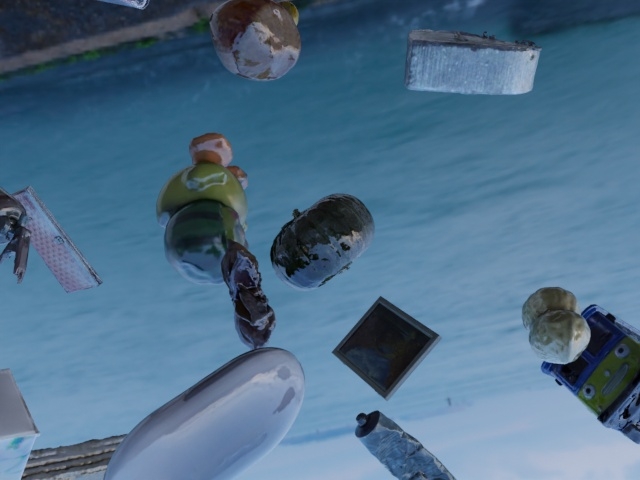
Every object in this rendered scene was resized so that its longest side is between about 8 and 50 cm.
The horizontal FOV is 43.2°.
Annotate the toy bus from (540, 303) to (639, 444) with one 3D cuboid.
[{"bbox_3d":[0.505,0.229,1.288,0.287,0.175,0.138,26,104,-40],"label":"toy bus"}]

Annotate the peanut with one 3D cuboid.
[{"bbox_3d":[0.303,0.109,1.040,0.082,0.082,0.187,-14,-167,13],"label":"peanut"}]

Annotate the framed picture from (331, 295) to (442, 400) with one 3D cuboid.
[{"bbox_3d":[0.142,0.236,1.815,0.016,0.184,0.250,45,174,-31],"label":"framed picture"}]

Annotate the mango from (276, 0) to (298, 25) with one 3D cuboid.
[{"bbox_3d":[-0.098,-0.533,1.960,0.079,0.114,0.057,35,157,-8],"label":"mango"}]

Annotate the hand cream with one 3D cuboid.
[{"bbox_3d":[0.141,0.347,1.219,0.075,0.248,0.052,-43,-170,1],"label":"hand cream"}]

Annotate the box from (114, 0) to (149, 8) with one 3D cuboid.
[{"bbox_3d":[-0.592,-0.651,1.954,0.369,0.112,0.190,21,-173,32],"label":"box"}]

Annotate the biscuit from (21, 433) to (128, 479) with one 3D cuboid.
[{"bbox_3d":[-0.483,0.431,1.465,0.426,0.078,0.144,1,135,-46],"label":"biscuit"}]

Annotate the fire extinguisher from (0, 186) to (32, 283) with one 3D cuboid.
[{"bbox_3d":[-0.475,-0.026,1.153,0.252,0.106,0.075,31,-162,32],"label":"fire extinguisher"}]

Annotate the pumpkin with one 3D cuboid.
[{"bbox_3d":[0.000,0.000,1.560,0.223,0.157,0.224,-41,-178,2],"label":"pumpkin"}]

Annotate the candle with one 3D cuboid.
[{"bbox_3d":[0.176,-0.234,1.046,0.168,0.068,0.192,-12,-155,-36],"label":"candle"}]

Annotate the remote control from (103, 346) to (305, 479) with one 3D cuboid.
[{"bbox_3d":[-0.152,0.272,1.114,0.332,0.103,0.221,-30,143,-29],"label":"remote control"}]

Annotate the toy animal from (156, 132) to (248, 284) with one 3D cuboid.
[{"bbox_3d":[-0.251,-0.052,1.721,0.191,0.338,0.216,-11,139,7],"label":"toy animal"}]

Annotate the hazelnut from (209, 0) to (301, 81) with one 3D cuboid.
[{"bbox_3d":[-0.110,-0.331,1.335,0.143,0.143,0.154,-22,150,39],"label":"hazelnut"}]

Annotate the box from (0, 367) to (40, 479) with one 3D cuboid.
[{"bbox_3d":[-0.500,0.273,0.943,0.274,0.116,0.203,-2,131,-41],"label":"box"}]

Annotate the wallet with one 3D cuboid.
[{"bbox_3d":[-0.445,0.002,1.330,0.103,0.196,0.020,-11,-152,44],"label":"wallet"}]

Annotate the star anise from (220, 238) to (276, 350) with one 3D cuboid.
[{"bbox_3d":[-0.127,0.108,1.449,0.073,0.212,0.197,-13,156,-9],"label":"star anise"}]
